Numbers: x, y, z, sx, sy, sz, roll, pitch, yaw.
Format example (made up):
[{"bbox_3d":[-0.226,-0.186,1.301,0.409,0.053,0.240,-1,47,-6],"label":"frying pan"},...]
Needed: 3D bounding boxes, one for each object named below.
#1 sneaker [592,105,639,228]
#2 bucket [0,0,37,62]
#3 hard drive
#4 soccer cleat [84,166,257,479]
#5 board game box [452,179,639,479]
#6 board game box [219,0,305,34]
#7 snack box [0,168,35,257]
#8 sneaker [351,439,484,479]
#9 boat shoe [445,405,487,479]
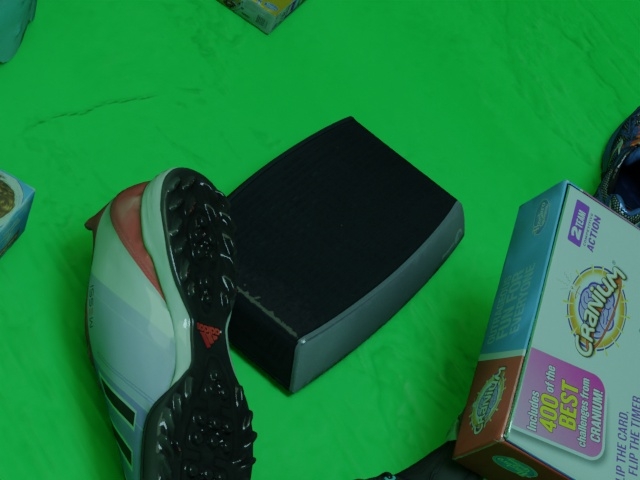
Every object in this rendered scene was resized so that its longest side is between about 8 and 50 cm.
[{"bbox_3d":[0.295,-0.058,1.791,0.083,0.087,0.221,27,48,0],"label":"sneaker"},{"bbox_3d":[-0.352,-0.282,1.660,0.281,0.183,0.281,11,50,-13],"label":"bucket"},{"bbox_3d":[0.000,0.000,1.652,0.172,0.054,0.255,39,49,13],"label":"hard drive"},{"bbox_3d":[-0.125,0.104,1.503,0.109,0.116,0.318,22,57,-47],"label":"soccer cleat"},{"bbox_3d":[0.269,0.133,1.549,0.317,0.064,0.242,32,55,-20],"label":"board game box"},{"bbox_3d":[-0.080,-0.268,1.859,0.154,0.026,0.103,35,48,9],"label":"board game box"},{"bbox_3d":[-0.377,0.028,1.478,0.187,0.060,0.322,30,48,5],"label":"snack box"},{"bbox_3d":[0.020,0.211,1.450,0.106,0.101,0.267,46,51,10],"label":"sneaker"},{"bbox_3d":[0.224,0.097,1.633,0.109,0.091,0.305,42,50,15],"label":"boat shoe"}]
